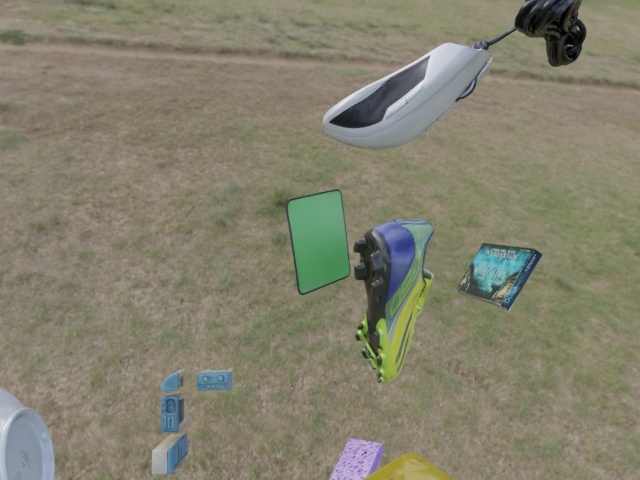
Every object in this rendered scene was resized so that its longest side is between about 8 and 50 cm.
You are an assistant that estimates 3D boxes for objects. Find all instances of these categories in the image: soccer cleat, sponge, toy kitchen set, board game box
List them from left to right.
[{"bbox_3d":[-0.287,0.410,1.076,0.166,0.207,0.122,-2,-6,2],"label":"toy kitchen set"},{"bbox_3d":[0.090,0.657,1.303,0.117,0.031,0.210,-10,28,38],"label":"sponge"},{"bbox_3d":[0.116,0.099,0.676,0.121,0.289,0.093,-17,36,-18],"label":"soccer cleat"},{"bbox_3d":[0.357,0.068,0.952,0.026,0.126,0.186,32,-3,-10],"label":"board game box"}]

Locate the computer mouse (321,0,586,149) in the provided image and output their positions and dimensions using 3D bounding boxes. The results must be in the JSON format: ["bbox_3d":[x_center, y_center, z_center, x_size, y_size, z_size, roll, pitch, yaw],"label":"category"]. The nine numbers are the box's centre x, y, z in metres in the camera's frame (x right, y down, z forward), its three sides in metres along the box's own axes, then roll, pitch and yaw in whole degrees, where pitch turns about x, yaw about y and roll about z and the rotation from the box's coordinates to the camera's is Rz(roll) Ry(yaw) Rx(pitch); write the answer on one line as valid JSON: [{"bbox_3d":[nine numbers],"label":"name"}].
[{"bbox_3d":[0.090,-0.107,0.335,0.106,0.193,0.042,-10,78,-62],"label":"computer mouse"}]

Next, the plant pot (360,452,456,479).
[{"bbox_3d":[0.100,0.372,0.508,0.212,0.187,0.212,-4,17,-43],"label":"plant pot"}]

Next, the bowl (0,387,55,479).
[{"bbox_3d":[-0.467,0.320,0.641,0.134,0.298,0.298,-15,42,-10],"label":"bowl"}]

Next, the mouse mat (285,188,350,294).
[{"bbox_3d":[0.000,0.000,0.928,0.152,0.190,0.007,-17,13,-42],"label":"mouse mat"}]
